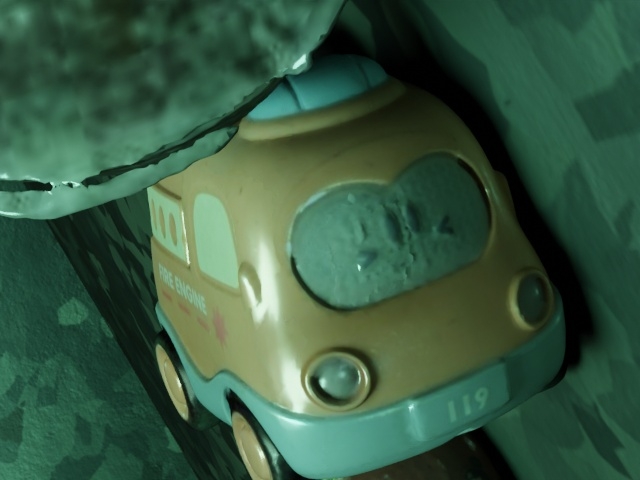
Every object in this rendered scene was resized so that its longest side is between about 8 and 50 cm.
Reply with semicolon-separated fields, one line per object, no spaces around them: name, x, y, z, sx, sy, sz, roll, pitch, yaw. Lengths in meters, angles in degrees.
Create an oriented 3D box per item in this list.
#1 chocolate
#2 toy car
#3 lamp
chocolate;-0.104;-0.160;0.579;0.303;0.303;0.213;58;-175;2
toy car;0.000;0.000;0.686;0.270;0.180;0.212;26;133;62
lamp;0.060;0.194;0.890;0.157;0.135;0.156;24;142;59
